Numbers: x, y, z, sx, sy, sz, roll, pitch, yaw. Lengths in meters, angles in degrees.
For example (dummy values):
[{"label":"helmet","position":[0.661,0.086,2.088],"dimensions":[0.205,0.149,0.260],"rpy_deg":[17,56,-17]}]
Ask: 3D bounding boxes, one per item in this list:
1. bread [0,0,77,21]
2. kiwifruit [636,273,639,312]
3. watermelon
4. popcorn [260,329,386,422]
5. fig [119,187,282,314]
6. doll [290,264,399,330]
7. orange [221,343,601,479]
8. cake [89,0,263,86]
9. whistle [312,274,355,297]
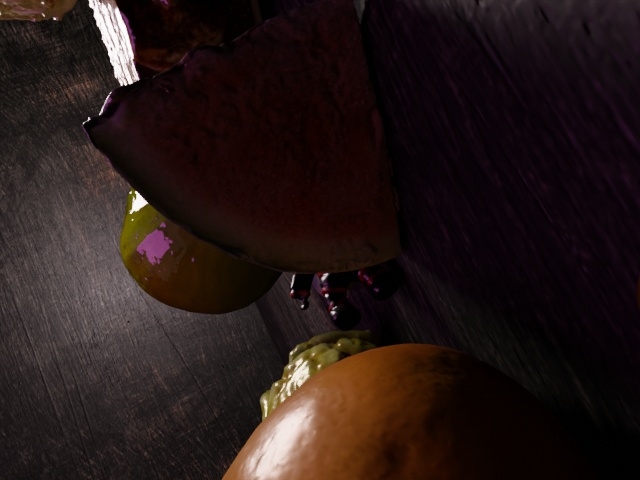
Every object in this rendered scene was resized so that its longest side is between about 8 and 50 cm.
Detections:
[{"label":"bread","position":[-0.410,-0.480,0.590],"dimensions":[0.236,0.165,0.375],"rpy_deg":[15,122,65]},{"label":"kiwifruit","position":[0.158,0.011,0.160],"dimensions":[0.075,0.075,0.124],"rpy_deg":[57,167,29]},{"label":"watermelon","position":[-0.037,-0.089,0.469],"dimensions":[0.193,0.310,0.232],"rpy_deg":[166,118,-75]},{"label":"popcorn","position":[0.035,0.258,0.653],"dimensions":[0.282,0.247,0.282],"rpy_deg":[167,90,-78]},{"label":"fig","position":[-0.198,-0.027,0.886],"dimensions":[0.343,0.343,0.343],"rpy_deg":[58,163,29]},{"label":"doll","position":[-0.011,-0.005,0.619],"dimensions":[0.249,0.127,0.088],"rpy_deg":[47,147,28]},{"label":"orange","position":[0.069,0.238,0.378],"dimensions":[0.312,0.312,0.312],"rpy_deg":[58,163,29]},{"label":"cake","position":[-0.183,-0.294,0.648],"dimensions":[0.293,0.198,0.196],"rpy_deg":[20,128,64]},{"label":"whistle","position":[0.000,0.000,0.725],"dimensions":[0.107,0.057,0.220],"rpy_deg":[102,148,-42]}]
